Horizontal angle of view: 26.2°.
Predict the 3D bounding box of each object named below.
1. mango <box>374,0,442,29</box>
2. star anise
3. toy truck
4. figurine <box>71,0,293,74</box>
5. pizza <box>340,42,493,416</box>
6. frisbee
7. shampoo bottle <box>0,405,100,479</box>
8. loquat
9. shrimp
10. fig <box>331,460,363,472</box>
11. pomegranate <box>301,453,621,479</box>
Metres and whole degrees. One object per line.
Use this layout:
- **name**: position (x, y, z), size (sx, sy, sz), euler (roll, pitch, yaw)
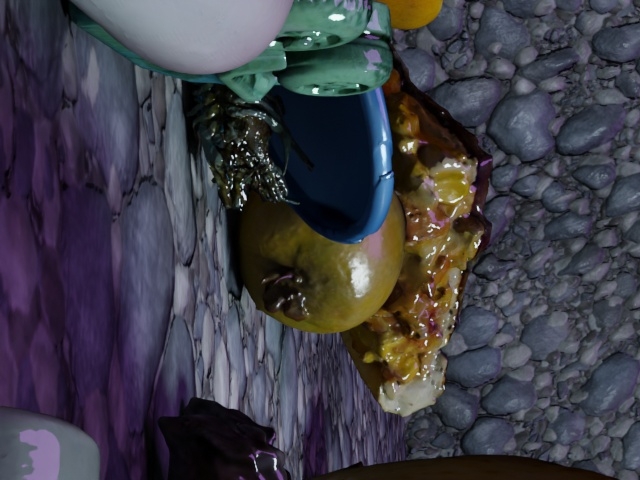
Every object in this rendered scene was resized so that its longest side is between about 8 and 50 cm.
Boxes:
- **mango**: position (0.023, -0.252, 1.193), size (0.217, 0.141, 0.102), euler (34, 55, -32)
- **star anise**: position (-0.044, 0.214, 0.847), size (0.236, 0.109, 0.223), euler (17, 75, -85)
- **toy truck**: position (-0.045, -0.158, 0.708), size (0.279, 0.156, 0.155), euler (17, 71, -82)
- **figurine**: position (-0.084, -0.187, 0.376), size (0.315, 0.206, 0.284), euler (-87, 180, -81)
- **pizza**: position (0.048, -0.032, 1.262), size (0.278, 0.114, 0.408), euler (7, -66, 61)
- **frisbee**: position (-0.008, -0.114, 0.953), size (0.242, 0.045, 0.242), euler (52, -25, 36)
- **shampoo bottle**: position (-0.111, 0.179, 0.370), size (0.085, 0.085, 0.262), euler (71, 19, -67)
- **loquat**: position (0.000, 0.000, 1.108), size (0.163, 0.137, 0.163), euler (18, 90, -83)
- **shrimp**: position (-0.054, -0.102, 0.938), size (0.076, 0.082, 0.174), euler (-71, 151, -59)
- **fig**: position (0.069, 0.318, 1.458), size (0.205, 0.205, 0.205), euler (-2, 90, -83)
- **pomegranate**: position (0.068, 0.288, 0.591), size (0.411, 0.412, 0.411), euler (-2, 90, -83)
